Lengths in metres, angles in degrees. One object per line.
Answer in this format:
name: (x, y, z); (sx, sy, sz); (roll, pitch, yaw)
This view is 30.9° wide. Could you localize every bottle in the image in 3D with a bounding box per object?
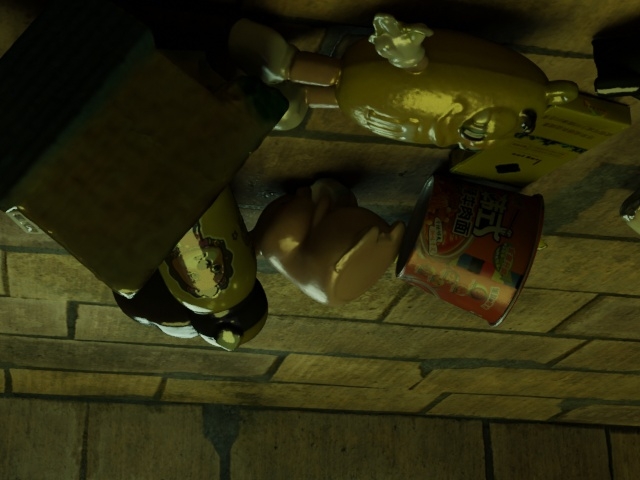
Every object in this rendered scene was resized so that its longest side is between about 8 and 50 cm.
bottle: (-0.191, 0.032, 1.979); (0.172, 0.171, 0.351); (-7, 126, 19)

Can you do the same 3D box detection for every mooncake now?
mooncake: (-0.273, 0.065, 2.189); (0.245, 0.244, 0.133); (-2, 162, 7)

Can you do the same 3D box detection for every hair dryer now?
hair dryer: (0.470, -0.288, 1.469); (0.244, 0.116, 0.302); (-4, 148, 10)

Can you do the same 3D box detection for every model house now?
model house: (-0.294, -0.145, 1.562); (0.343, 0.334, 0.382); (39, 171, -7)

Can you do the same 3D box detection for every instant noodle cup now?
instant noodle cup: (0.253, 0.004, 2.015); (0.192, 0.250, 0.250); (20, 157, -3)

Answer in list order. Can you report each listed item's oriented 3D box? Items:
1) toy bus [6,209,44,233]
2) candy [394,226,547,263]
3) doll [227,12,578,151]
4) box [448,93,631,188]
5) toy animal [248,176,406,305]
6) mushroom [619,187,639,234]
toy bus: (-0.472, -0.107, 1.922); (0.139, 0.113, 0.301); (-3, 156, 9)
candy: (0.267, 0.001, 2.223); (0.297, 0.081, 0.187); (-14, 150, 23)
doll: (0.086, -0.219, 1.553); (0.423, 0.161, 0.348); (-2, 165, 42)
box: (0.347, -0.159, 1.860); (0.153, 0.041, 0.279); (10, 158, -27)
toy animal: (-0.002, -0.003, 2.055); (0.195, 0.256, 0.212); (-11, 130, -44)
mushroom: (0.701, -0.001, 2.039); (0.336, 0.314, 0.314); (34, 155, -2)
